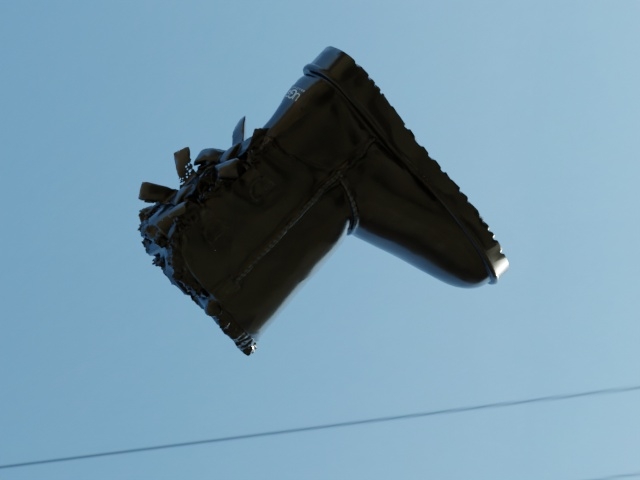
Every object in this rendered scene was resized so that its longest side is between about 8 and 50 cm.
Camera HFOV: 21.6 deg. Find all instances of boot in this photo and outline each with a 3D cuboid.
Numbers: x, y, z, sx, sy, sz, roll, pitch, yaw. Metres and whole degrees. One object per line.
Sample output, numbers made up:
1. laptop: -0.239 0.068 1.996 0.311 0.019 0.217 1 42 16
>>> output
1. boot: 0.000 0.000 0.608 0.099 0.045 0.121 -45 -65 -8
